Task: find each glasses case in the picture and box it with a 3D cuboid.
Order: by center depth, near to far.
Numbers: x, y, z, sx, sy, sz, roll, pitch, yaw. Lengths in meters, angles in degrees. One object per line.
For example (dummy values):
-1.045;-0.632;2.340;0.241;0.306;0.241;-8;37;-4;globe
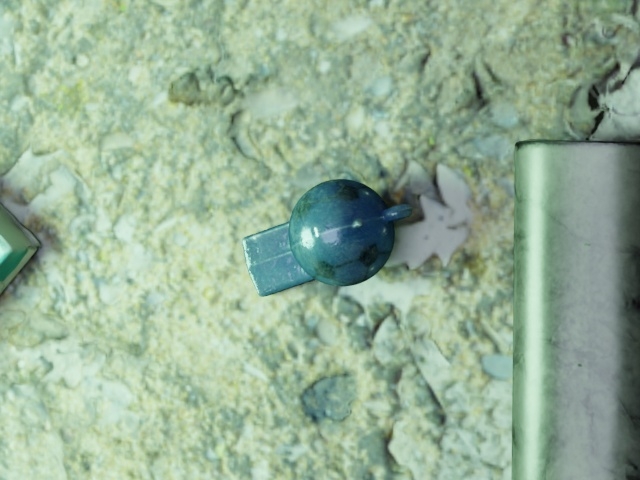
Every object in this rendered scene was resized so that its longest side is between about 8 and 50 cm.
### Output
0.193;0.075;1.308;0.114;0.060;0.299;2;92;21;glasses case

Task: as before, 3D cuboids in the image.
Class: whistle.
0.000;0.000;1.377;0.158;0.090;0.090;-20;83;22;whistle

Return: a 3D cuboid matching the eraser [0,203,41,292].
-0.348;0.053;1.544;0.095;0.052;0.225;46;108;14;eraser
